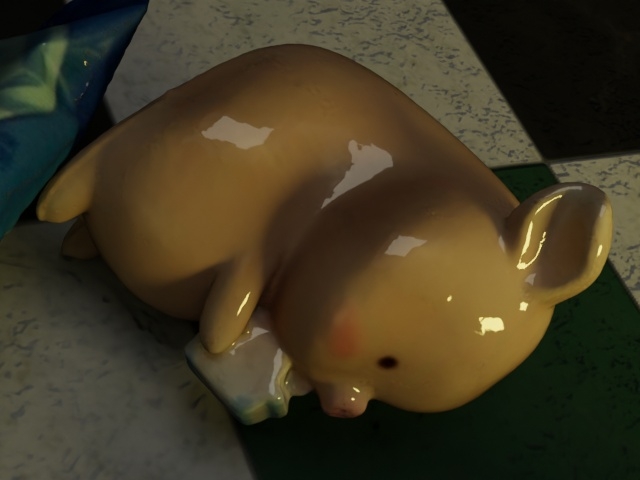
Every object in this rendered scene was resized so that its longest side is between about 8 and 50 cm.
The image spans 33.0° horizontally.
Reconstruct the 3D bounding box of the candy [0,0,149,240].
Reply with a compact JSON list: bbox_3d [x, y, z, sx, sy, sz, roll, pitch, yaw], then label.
[{"bbox_3d":[-0.211,-0.032,0.572,0.077,0.187,0.331,56,37,-32],"label":"candy"}]

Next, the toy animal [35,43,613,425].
[{"bbox_3d":[0.002,0.004,0.626,0.256,0.195,0.213,43,73,8],"label":"toy animal"}]
